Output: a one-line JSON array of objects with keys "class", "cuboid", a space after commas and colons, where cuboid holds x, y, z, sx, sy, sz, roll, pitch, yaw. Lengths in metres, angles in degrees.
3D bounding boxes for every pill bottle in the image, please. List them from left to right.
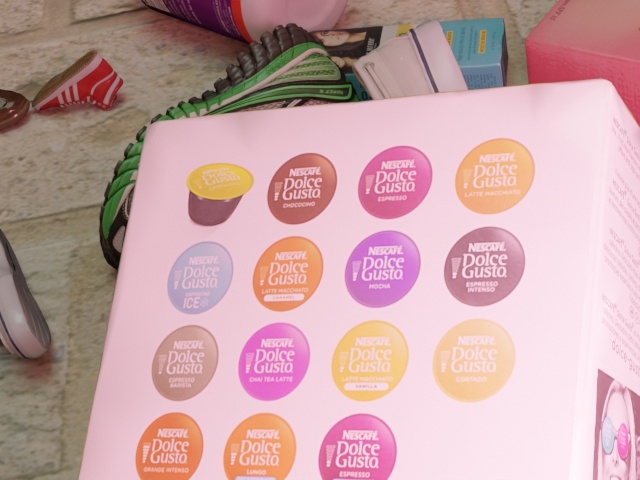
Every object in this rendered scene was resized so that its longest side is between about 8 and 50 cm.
[{"class": "pill bottle", "cuboid": [-0.128, -0.355, 1.928, 0.323, 0.181, 0.181, 24, 52, 36]}]

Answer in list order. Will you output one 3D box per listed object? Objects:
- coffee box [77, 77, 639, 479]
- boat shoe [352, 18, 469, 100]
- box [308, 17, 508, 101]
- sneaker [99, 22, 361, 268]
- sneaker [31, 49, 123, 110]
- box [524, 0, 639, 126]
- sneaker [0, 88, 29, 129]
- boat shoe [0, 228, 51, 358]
[{"class": "coffee box", "cuboid": [0.076, 0.119, 1.060, 0.337, 0.338, 0.334, -2, 67, 28]}, {"class": "boat shoe", "cuboid": [0.100, -0.055, 1.525, 0.156, 0.136, 0.367, -22, 58, 7]}, {"class": "box", "cuboid": [0.092, -0.200, 1.781, 0.244, 0.060, 0.100, -3, 40, 12]}, {"class": "sneaker", "cuboid": [-0.096, -0.086, 1.641, 0.343, 0.134, 0.146, -42, 73, -17]}, {"class": "sneaker", "cuboid": [-0.294, -0.178, 1.880, 0.118, 0.067, 0.042, -30, 34, 28]}, {"class": "box", "cuboid": [0.355, -0.180, 1.635, 0.232, 0.127, 0.148, 16, 47, 31]}, {"class": "sneaker", "cuboid": [-0.452, -0.171, 1.881, 0.188, 0.071, 0.066, -3, 40, 12]}, {"class": "boat shoe", "cuboid": [-0.334, 0.066, 1.575, 0.075, 0.083, 0.226, -31, 30, -4]}]
